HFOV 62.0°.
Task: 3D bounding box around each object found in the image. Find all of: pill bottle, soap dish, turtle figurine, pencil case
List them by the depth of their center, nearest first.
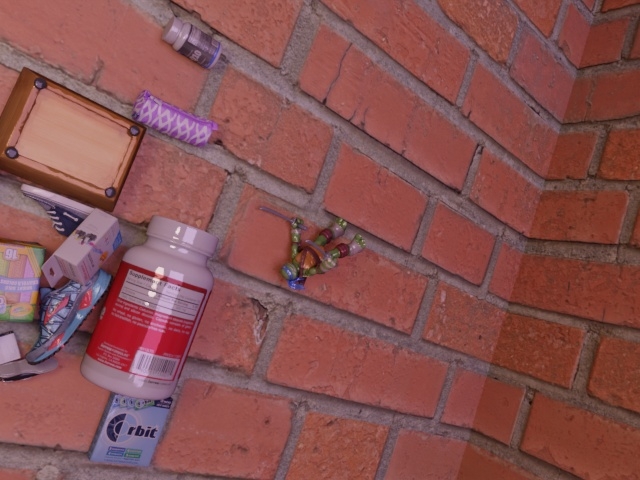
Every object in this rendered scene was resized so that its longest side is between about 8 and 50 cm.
[{"bbox_3d":[-0.561,-0.221,1.204,0.291,0.118,0.228,25,81,-34],"label":"soap dish"},{"bbox_3d":[-0.398,0.156,1.296,0.229,0.229,0.407,25,81,-35],"label":"pill bottle"},{"bbox_3d":[-0.371,-0.309,1.348,0.206,0.088,0.086,19,47,-38],"label":"pencil case"},{"bbox_3d":[-0.329,-0.506,1.363,0.137,0.078,0.078,24,81,-35],"label":"pill bottle"},{"bbox_3d":[0.000,0.000,1.587,0.266,0.198,0.274,-25,113,-35],"label":"turtle figurine"}]

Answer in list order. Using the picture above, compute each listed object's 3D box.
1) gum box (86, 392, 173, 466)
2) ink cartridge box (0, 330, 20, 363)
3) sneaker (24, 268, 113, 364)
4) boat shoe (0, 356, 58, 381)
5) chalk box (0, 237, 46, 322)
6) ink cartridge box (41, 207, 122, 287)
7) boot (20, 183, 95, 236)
[{"bbox_3d":[-0.491,0.482,1.382,0.157,0.041,0.184,24,82,-35],"label":"gum box"},{"bbox_3d":[-0.739,0.250,1.185,0.115,0.029,0.062,-16,105,-32],"label":"ink cartridge box"},{"bbox_3d":[-0.610,0.161,1.242,0.125,0.104,0.261,38,67,-16],"label":"sneaker"},{"bbox_3d":[-0.677,0.299,1.229,0.125,0.038,0.046,-8,58,-40],"label":"boat shoe"},{"bbox_3d":[-0.685,0.104,1.144,0.132,0.132,0.212,10,90,-36],"label":"chalk box"},{"bbox_3d":[-0.532,0.029,1.201,0.062,0.104,0.181,27,57,5],"label":"ink cartridge box"},{"bbox_3d":[-0.599,-0.059,1.223,0.190,0.069,0.086,26,84,-38],"label":"boot"}]
